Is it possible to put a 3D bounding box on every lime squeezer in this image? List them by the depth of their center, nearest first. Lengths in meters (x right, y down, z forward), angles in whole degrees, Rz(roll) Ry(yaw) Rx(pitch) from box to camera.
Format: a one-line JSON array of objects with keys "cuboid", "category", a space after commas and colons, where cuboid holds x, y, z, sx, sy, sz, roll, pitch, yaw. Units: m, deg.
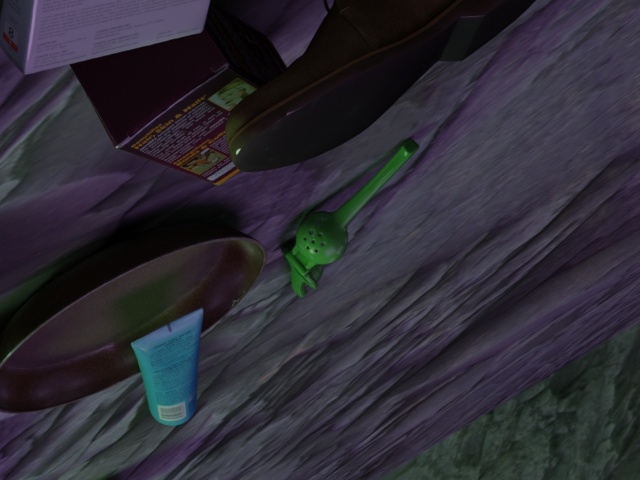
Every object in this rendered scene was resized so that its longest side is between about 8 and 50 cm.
[{"cuboid": [0.000, 0.000, 1.862, 0.110, 0.059, 0.310, -57, -178, -40], "category": "lime squeezer"}]

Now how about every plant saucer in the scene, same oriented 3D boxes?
[{"cuboid": [-0.198, 0.069, 1.692, 0.310, 0.050, 0.310, -28, 164, -9], "category": "plant saucer"}]

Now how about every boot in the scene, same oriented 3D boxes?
[{"cuboid": [0.030, -0.158, 1.267, 0.305, 0.115, 0.112, -36, 171, -27], "category": "boot"}]

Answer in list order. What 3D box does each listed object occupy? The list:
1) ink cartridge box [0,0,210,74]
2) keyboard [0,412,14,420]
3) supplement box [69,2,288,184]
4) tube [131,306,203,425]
[{"cuboid": [-0.128, -0.198, 1.094, 0.145, 0.045, 0.179, -19, 141, -34], "category": "ink cartridge box"}, {"cuboid": [-0.407, 0.198, 1.764, 0.256, 0.014, 0.072, -20, 155, -33], "category": "keyboard"}, {"cuboid": [-0.093, -0.114, 1.291, 0.104, 0.081, 0.188, -35, 163, 12], "category": "supplement box"}, {"cuboid": [-0.157, 0.133, 1.788, 0.080, 0.052, 0.207, -31, 159, -18], "category": "tube"}]
